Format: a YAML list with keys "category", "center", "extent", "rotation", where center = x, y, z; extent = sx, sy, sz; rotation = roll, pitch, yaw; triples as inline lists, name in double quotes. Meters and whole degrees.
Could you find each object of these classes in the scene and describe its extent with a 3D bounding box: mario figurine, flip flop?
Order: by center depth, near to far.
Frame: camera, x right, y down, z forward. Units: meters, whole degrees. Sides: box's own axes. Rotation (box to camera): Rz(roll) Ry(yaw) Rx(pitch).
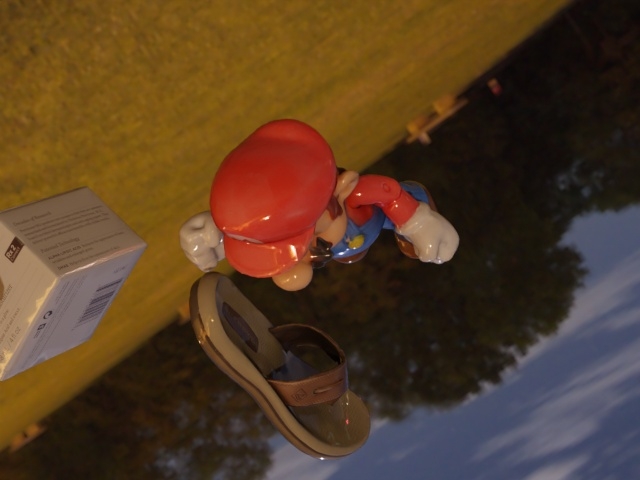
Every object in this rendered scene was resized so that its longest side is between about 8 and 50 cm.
- category: "mario figurine"
  center: [0.000, 0.000, 1.159]
  extent: [0.198, 0.170, 0.320]
  rotation: [-43, 159, 18]
- category: "flip flop"
  center: [-0.023, 0.118, 1.178]
  extent: [0.080, 0.277, 0.112]
  rotation: [-27, -142, 17]

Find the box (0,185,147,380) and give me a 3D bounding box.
- category: "box"
  center: [-0.340, 0.049, 1.500]
  extent: [0.181, 0.119, 0.182]
  rotation: [-55, 165, 28]
